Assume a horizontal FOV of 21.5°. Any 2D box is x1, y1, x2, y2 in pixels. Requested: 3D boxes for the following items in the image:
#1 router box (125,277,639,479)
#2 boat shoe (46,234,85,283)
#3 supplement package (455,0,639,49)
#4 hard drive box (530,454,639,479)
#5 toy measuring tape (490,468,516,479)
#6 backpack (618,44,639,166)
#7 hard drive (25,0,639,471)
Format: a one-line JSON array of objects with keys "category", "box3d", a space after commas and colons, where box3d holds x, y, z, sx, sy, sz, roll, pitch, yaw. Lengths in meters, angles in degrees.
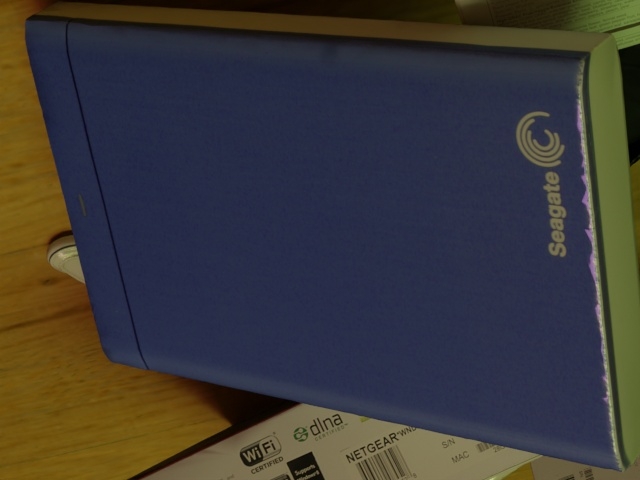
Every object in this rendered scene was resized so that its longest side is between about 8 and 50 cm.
[{"category": "router box", "box3d": [0.031, 0.122, 1.068, 0.335, 0.082, 0.301, -27, 176, 21]}, {"category": "boat shoe", "box3d": [-0.125, 0.023, 1.069, 0.100, 0.035, 0.035, 16, 136, -32]}, {"category": "supplement package", "box3d": [0.099, -0.206, 0.732, 0.139, 0.134, 0.244, -15, 143, 8]}, {"category": "hard drive box", "box3d": [0.262, 0.120, 1.170, 0.232, 0.181, 0.089, -23, 142, 18]}, {"category": "toy measuring tape", "box3d": [0.093, 0.265, 1.380, 0.330, 0.121, 0.121, -35, 137, 29]}, {"category": "backpack", "box3d": [0.209, -0.130, 0.880, 0.182, 0.115, 0.152, -21, 154, 12]}, {"category": "hard drive", "box3d": [0.002, -0.009, 0.842, 0.318, 0.040, 0.210, 8, 122, 33]}]
